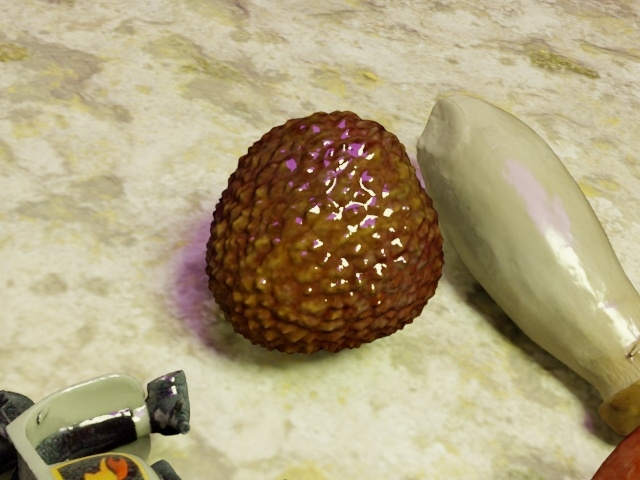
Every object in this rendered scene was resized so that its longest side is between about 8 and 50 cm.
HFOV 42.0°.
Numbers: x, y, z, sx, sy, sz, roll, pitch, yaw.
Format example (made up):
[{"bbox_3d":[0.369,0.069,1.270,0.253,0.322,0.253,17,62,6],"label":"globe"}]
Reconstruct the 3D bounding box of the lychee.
[{"bbox_3d":[0.004,-0.001,0.638,0.194,0.194,0.194,10,41,-9],"label":"lychee"}]

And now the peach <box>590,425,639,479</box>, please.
[{"bbox_3d":[0.272,0.181,0.467,0.232,0.256,0.232,8,40,-7],"label":"peach"}]

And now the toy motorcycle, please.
[{"bbox_3d":[-0.113,0.144,0.461,0.157,0.091,0.263,-17,29,-30],"label":"toy motorcycle"}]

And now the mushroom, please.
[{"bbox_3d":[0.197,0.012,0.723,0.128,0.128,0.350,-16,58,-34],"label":"mushroom"}]
